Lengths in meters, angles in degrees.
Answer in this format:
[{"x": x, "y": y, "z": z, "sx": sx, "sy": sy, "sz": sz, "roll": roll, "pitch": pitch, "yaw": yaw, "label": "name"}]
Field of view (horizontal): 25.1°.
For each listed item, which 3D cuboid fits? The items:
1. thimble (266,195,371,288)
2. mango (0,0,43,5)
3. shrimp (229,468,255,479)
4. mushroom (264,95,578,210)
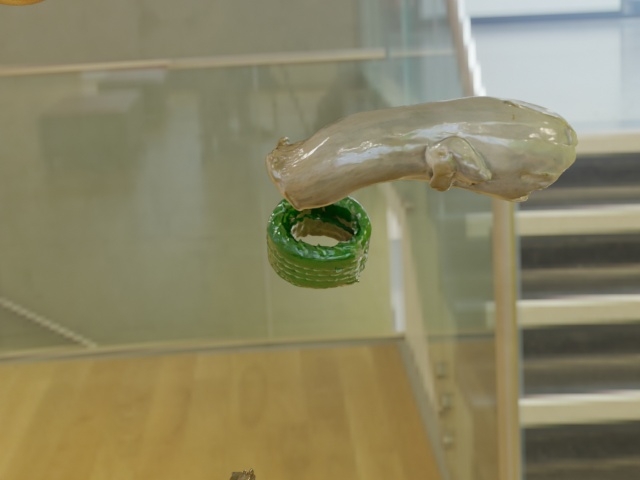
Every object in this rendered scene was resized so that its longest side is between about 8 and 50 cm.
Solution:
[{"x": 0.000, "y": 0.000, "z": 1.792, "sx": 0.130, "sy": 0.090, "sz": 0.118, "roll": 28, "pitch": 56, "yaw": 16, "label": "thimble"}, {"x": -0.366, "y": -0.311, "z": 1.559, "sx": 0.145, "sy": 0.112, "sz": 0.219, "roll": 15, "pitch": 18, "yaw": 40, "label": "mango"}, {"x": -0.072, "y": 0.312, "z": 1.273, "sx": 0.047, "sy": 0.126, "sz": 0.223, "roll": -8, "pitch": 54, "yaw": 20, "label": "shrimp"}, {"x": 0.089, "y": -0.078, "z": 1.270, "sx": 0.278, "sy": 0.099, "sz": 0.096, "roll": -5, "pitch": -26, "yaw": -6, "label": "mushroom"}]
